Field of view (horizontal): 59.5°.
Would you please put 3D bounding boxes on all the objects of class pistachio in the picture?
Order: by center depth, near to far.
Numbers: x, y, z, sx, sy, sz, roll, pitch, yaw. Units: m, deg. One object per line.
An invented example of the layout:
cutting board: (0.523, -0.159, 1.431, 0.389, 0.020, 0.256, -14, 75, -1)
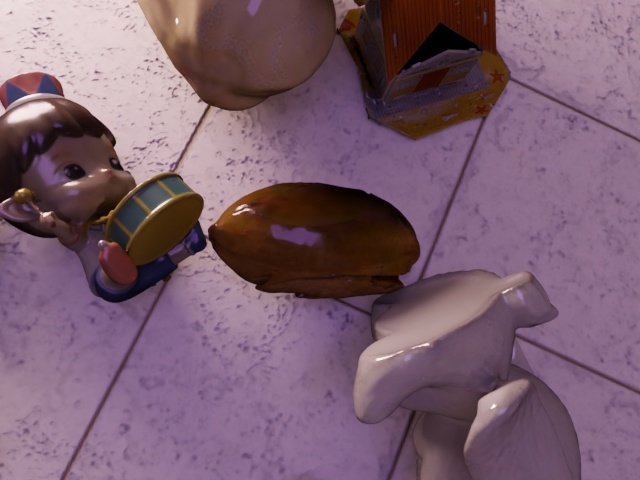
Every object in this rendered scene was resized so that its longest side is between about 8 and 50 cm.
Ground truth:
pistachio: (-0.101, -0.300, 0.639, 0.226, 0.207, 0.331, -8, 62, -18)

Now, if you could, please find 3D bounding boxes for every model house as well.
model house: (0.153, -0.258, 0.697, 0.219, 0.136, 0.207, -17, 79, -11)

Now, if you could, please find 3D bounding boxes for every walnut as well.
walnut: (0.000, 0.000, 0.621, 0.245, 0.137, 0.137, -1, 78, -16)

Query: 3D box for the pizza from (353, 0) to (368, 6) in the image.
pizza: (0.021, -0.344, 0.613, 0.074, 0.288, 0.251, -36, 67, 25)

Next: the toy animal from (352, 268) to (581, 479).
toy animal: (0.166, 0.177, 0.566, 0.206, 0.272, 0.264, -23, 95, 13)

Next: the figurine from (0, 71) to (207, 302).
figurine: (-0.251, -0.062, 0.586, 0.275, 0.161, 0.158, 40, 114, 7)
